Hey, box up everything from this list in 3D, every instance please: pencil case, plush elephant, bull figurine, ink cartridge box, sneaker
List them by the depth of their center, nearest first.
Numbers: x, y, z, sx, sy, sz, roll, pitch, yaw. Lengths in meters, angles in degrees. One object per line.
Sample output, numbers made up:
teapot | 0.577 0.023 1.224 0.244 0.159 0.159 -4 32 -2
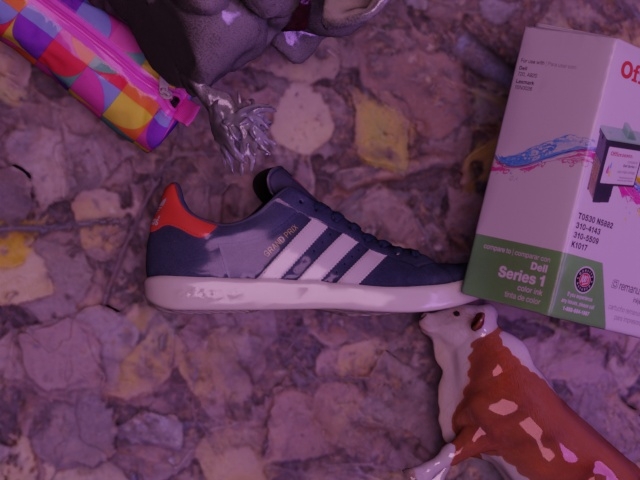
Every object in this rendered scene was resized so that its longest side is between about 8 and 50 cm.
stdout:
plush elephant | -0.051 -0.262 1.687 0.255 0.272 0.330 -32 100 -26
pencil case | -0.224 -0.186 1.752 0.236 0.104 0.104 36 86 -9
sneaker | 0.000 0.000 1.788 0.350 0.131 0.148 2 85 -14
ink cartridge box | 0.272 -0.056 1.792 0.201 0.117 0.278 14 90 -47
bull figurine | 0.196 0.210 1.845 0.310 0.101 0.188 42 89 -7
